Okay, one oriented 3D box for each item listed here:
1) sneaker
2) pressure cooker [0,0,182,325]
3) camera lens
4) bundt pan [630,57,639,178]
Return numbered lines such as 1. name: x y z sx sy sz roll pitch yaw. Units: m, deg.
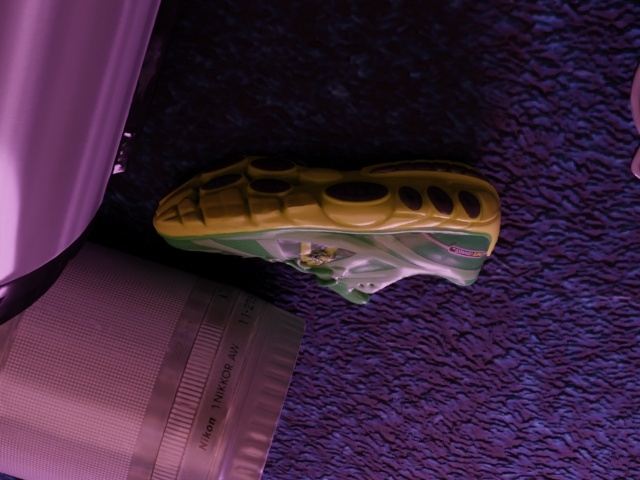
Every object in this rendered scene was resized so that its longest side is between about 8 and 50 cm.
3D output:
1. sneaker: 0.000 0.000 0.841 0.295 0.109 0.124 3 124 10
2. pressure cooker: -0.299 -0.135 0.639 0.375 0.370 0.420 24 125 -2
3. camera lens: -0.172 0.127 0.909 0.274 0.219 0.219 18 129 -1
4. bundt pan: 0.369 -0.117 0.656 0.330 0.124 0.331 7 129 9
